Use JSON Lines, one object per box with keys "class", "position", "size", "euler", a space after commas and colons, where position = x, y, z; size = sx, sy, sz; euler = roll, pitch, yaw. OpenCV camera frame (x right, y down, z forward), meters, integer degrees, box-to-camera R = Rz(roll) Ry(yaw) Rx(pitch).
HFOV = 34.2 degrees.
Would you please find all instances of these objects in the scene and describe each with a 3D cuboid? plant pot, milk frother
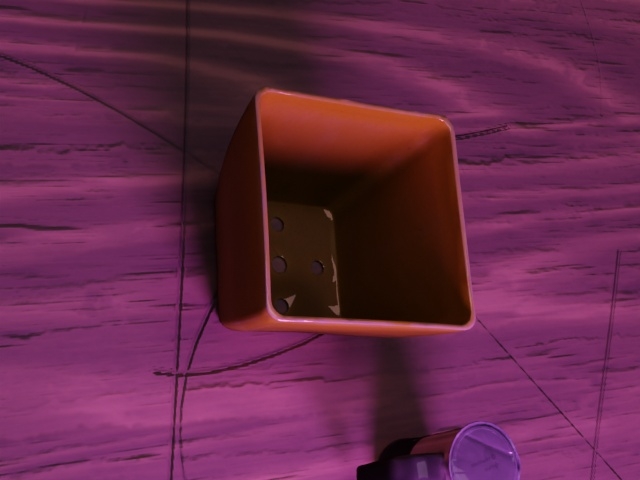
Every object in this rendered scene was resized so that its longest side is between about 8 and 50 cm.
{"class": "plant pot", "position": [0.000, 0.000, 1.004], "size": [0.212, 0.187, 0.212], "euler": [5, 70, -28]}
{"class": "milk frother", "position": [0.115, 0.261, 1.010], "size": [0.129, 0.134, 0.143], "euler": [-15, 81, -32]}
